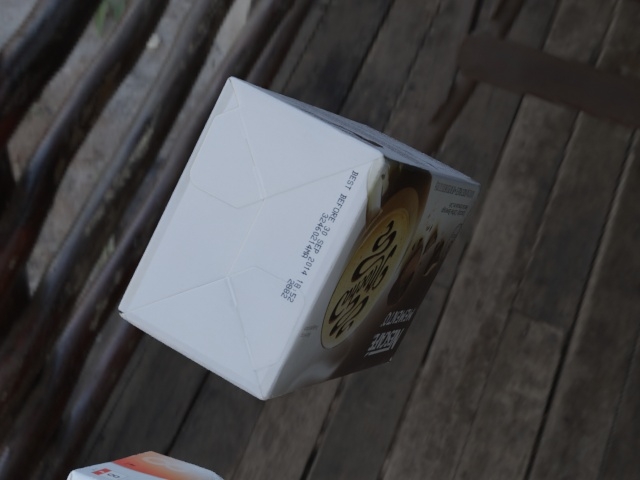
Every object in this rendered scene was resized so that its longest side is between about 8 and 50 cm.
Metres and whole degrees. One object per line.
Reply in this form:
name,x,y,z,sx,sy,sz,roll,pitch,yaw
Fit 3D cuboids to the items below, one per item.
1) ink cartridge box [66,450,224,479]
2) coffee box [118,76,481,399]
ink cartridge box,-0.103,0.224,1.096,0.179,0.145,0.045,10,91,20
coffee box,0.000,0.000,0.925,0.119,0.297,0.168,29,97,16
